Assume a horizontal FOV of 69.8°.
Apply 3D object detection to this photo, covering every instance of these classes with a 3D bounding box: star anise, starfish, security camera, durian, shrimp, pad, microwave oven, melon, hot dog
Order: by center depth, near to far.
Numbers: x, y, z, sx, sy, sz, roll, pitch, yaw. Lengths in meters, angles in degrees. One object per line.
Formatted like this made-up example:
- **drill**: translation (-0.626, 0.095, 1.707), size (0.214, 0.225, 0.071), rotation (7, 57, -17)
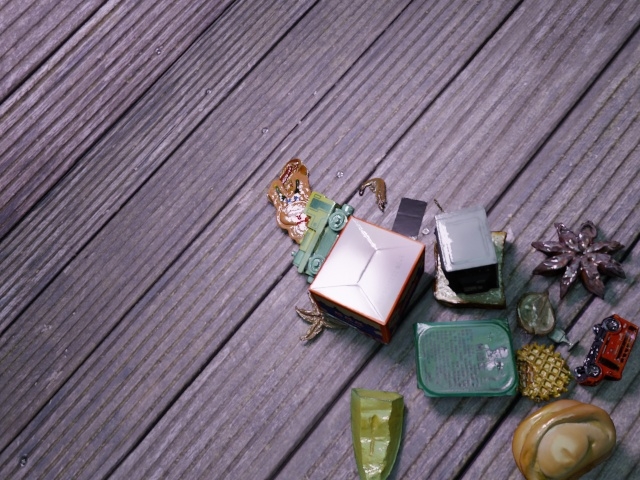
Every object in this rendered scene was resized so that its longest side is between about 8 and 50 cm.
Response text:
- **microwave oven**: translation (0.501, 0.045, 1.583), size (0.181, 0.295, 0.237), rotation (-11, 66, 17)
- **security camera**: translation (0.845, 0.342, 1.603), size (0.058, 0.058, 0.092), rotation (-43, 51, -4)
- **melon**: translation (0.186, 0.694, 1.608), size (0.196, 0.124, 0.323), rotation (1, 73, 18)
- **durian**: translation (0.765, 0.257, 1.637), size (0.148, 0.091, 0.188), rotation (32, 76, 13)
- **star anise**: translation (0.928, 0.063, 1.654), size (0.332, 0.117, 0.331), rotation (-9, 60, 16)
- **starfish**: translation (-0.005, 0.313, 1.871), size (0.227, 0.043, 0.240), rotation (35, 74, 29)
- **pad**: translation (0.377, -0.095, 1.953), size (0.116, 0.004, 0.193), rotation (12, 72, 21)
- **shrimp**: translation (0.229, -0.203, 2.030), size (0.124, 0.034, 0.178), rotation (-7, 64, 17)
- **hot dog**: translation (-0.154, -0.273, 2.157), size (0.131, 0.069, 0.252), rotation (30, 80, 25)

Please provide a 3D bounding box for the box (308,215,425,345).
- **box**: translation (0.187, 0.151, 1.747), size (0.319, 0.257, 0.348), rotation (22, 69, 20)

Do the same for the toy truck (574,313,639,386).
- **toy truck**: translation (0.947, 0.376, 1.517), size (0.114, 0.107, 0.252), rotation (27, 75, 17)

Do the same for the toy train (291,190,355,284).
- **toy train**: translation (0.000, 0.000, 1.927), size (0.237, 0.150, 0.369), rotation (25, 89, 28)

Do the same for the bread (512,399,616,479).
- **bread**: translation (0.727, 0.612, 1.406), size (0.316, 0.270, 0.211), rotation (-40, 48, 4)

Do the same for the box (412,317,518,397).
- **box**: translation (0.509, 0.422, 1.634), size (0.337, 0.106, 0.264), rotation (-5, 67, 14)

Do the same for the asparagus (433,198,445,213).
- **asparagus**: translation (0.516, -0.110, 1.913), size (0.016, 0.013, 0.166), rotation (-22, 63, -5)

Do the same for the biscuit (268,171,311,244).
- **biscuit**: translation (-0.110, -0.142, 2.056), size (0.202, 0.047, 0.333), rotation (-18, 77, 0)

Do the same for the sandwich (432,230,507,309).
- **sandwich**: translation (0.568, 0.114, 1.754), size (0.271, 0.099, 0.301), rotation (0, 71, 22)

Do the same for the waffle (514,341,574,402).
- **waffle**: translation (0.745, 0.451, 1.568), size (0.197, 0.070, 0.193), rotation (-30, 63, 2)
